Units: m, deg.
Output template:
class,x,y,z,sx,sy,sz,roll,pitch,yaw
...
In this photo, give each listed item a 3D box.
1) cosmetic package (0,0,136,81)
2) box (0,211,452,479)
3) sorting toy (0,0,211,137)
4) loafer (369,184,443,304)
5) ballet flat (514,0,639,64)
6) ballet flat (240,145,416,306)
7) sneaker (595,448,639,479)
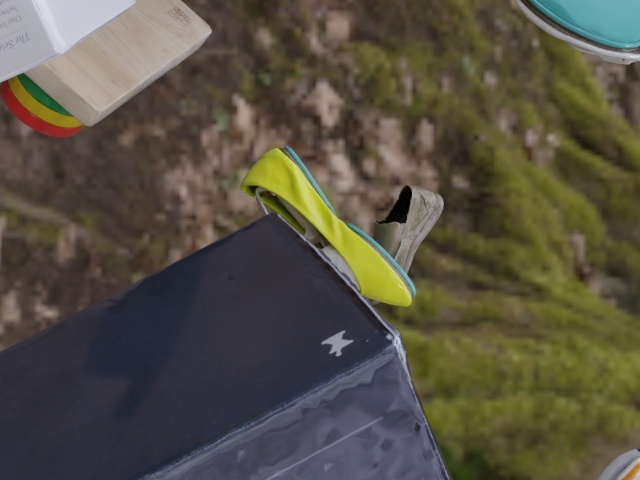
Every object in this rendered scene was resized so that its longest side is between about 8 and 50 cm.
class,x,y,z,sx,sy,sz,roll,pitch,yaw
cosmetic package,-0.279,-0.197,1.098,0.224,0.224,0.138,65,23,-12
box,-0.117,0.317,1.408,0.297,0.480,0.472,46,-19,59
sorting toy,-0.272,-0.220,1.636,0.089,0.257,0.255,-48,180,31
loafer,0.076,0.001,1.836,0.050,0.056,0.148,38,75,-27
ballet flat,0.447,-0.282,2.279,0.139,0.400,0.139,11,90,-83
ballet flat,0.000,0.000,1.775,0.077,0.231,0.077,-36,159,-16
sneaker,0.274,0.233,1.377,0.126,0.127,0.321,-45,168,-10
